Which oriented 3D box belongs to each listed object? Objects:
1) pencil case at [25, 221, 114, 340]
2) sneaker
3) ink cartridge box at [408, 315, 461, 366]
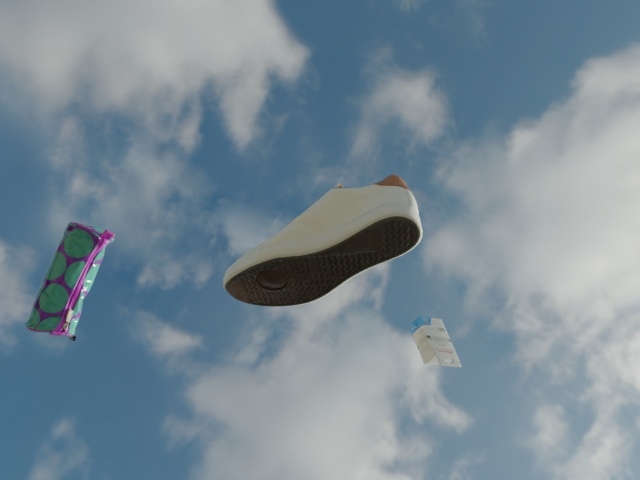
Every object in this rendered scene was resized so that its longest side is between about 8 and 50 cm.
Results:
[{"bbox_3d":[-0.325,0.052,0.870,0.070,0.064,0.151,13,-101,38],"label":"pencil case"},{"bbox_3d":[0.000,0.000,0.914,0.290,0.123,0.106,-21,-49,18],"label":"sneaker"},{"bbox_3d":[0.168,0.155,0.976,0.048,0.083,0.028,12,-46,-34],"label":"ink cartridge box"}]
